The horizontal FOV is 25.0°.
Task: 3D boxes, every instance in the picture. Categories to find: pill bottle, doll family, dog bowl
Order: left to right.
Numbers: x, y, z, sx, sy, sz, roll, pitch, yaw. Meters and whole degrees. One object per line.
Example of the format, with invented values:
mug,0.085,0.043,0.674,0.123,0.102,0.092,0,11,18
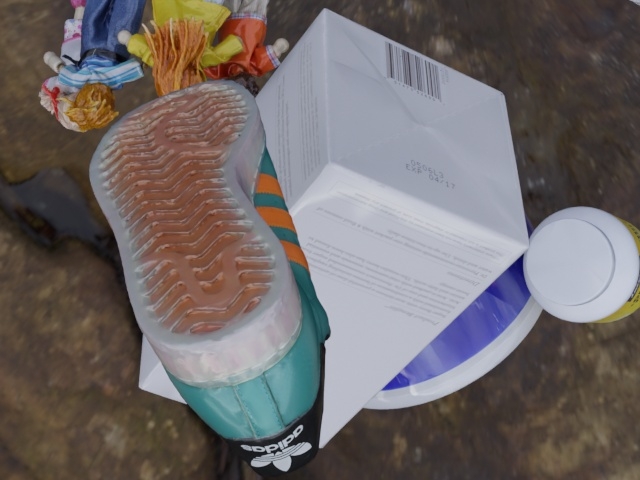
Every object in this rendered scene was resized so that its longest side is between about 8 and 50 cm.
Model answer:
doll family,-0.164,-0.175,1.295,0.263,0.118,0.163,-4,64,24
dog bowl,0.085,0.034,1.425,0.265,0.265,0.104,-25,124,10
pill bottle,0.241,0.023,1.303,0.103,0.184,0.103,-1,87,20

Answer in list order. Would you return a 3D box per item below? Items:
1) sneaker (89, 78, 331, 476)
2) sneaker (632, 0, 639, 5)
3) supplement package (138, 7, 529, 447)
sneaker,-0.061,0.015,0.827,0.108,0.302,0.121,-18,123,1
sneaker,0.256,-0.282,1.134,0.163,0.086,0.226,-48,58,-1
supplement package,0.000,0.000,1.142,0.177,0.175,0.293,22,132,-24
